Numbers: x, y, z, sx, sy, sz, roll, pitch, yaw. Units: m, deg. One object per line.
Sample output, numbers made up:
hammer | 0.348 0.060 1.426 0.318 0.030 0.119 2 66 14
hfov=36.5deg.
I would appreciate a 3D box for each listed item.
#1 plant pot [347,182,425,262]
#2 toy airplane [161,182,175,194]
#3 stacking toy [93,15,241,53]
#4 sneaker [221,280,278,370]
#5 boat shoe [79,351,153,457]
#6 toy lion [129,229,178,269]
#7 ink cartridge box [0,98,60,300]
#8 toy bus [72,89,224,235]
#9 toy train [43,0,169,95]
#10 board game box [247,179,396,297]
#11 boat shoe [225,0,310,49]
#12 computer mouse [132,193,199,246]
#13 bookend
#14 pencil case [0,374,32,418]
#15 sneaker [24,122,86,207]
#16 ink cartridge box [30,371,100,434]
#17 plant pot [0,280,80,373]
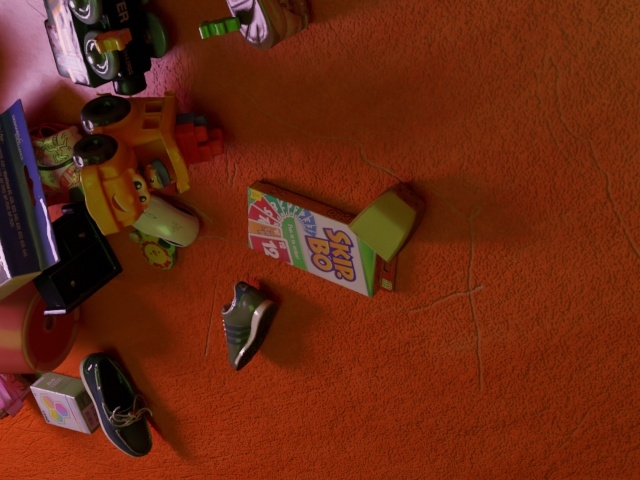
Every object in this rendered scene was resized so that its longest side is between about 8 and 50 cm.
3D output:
plant pot | 0.104 -0.034 1.398 0.081 0.081 0.083 41 118 5
toy airplane | -0.292 -0.144 1.646 0.151 0.028 0.151 19 128 25
stacking toy | -0.227 -0.349 1.303 0.221 0.052 0.167 -5 120 16
sneaker | -0.140 0.145 1.724 0.086 0.064 0.192 41 136 15
boat shoe | -0.420 0.350 2.056 0.079 0.095 0.255 -8 106 52
toy lion | -0.293 0.010 1.759 0.100 0.034 0.096 -16 117 42
ink cartridge box | -0.597 -0.058 1.755 0.307 0.072 0.304 -27 76 48
toy bus | -0.257 -0.128 1.498 0.211 0.220 0.150 -6 132 4
toy train | -0.347 -0.380 1.449 0.190 0.142 0.334 17 130 39
board game box | 0.000 0.000 1.532 0.259 0.039 0.124 20 131 21
boat shoe | -0.100 -0.401 1.289 0.104 0.089 0.285 7 122 51
computer mouse | -0.299 -0.049 1.686 0.192 0.042 0.106 21 90 17
bookend | -0.477 0.034 1.821 0.072 0.156 0.157 -7 115 40
pencil case | -0.834 0.257 2.252 0.160 0.167 0.386 -37 97 6
sneaker | -0.513 -0.134 1.777 0.270 0.090 0.145 -8 112 38
ink cartridge box | -0.591 0.364 2.211 0.209 0.062 0.109 6 124 34
plant pot | -0.644 0.153 1.974 0.243 0.275 0.275 8 125 20
